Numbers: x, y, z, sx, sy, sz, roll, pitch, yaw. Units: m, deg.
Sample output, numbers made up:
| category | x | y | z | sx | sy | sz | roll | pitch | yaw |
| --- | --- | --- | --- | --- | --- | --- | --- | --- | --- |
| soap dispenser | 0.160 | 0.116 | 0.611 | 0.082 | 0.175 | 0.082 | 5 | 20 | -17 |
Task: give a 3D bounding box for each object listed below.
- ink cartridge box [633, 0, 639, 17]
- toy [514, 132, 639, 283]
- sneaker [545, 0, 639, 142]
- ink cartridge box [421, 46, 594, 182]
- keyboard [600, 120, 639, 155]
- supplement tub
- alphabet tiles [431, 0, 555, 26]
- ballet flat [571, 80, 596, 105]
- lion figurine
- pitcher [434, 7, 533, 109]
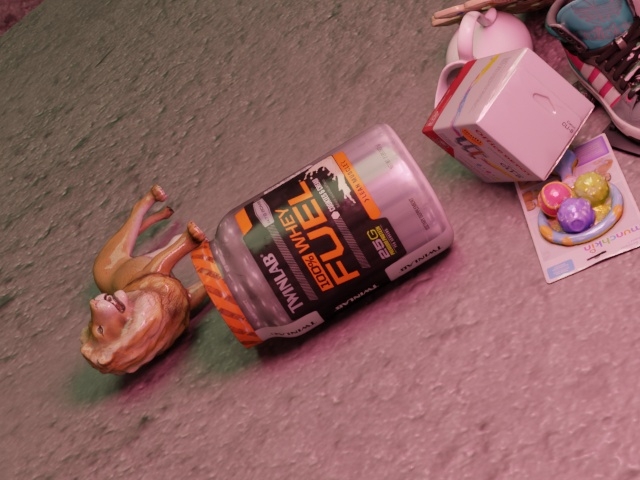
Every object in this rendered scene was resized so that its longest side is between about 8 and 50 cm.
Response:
| category | x | y | z | sx | sy | sz | roll | pitch | yaw |
| --- | --- | --- | --- | --- | --- | --- | --- | --- | --- |
| ink cartridge box | 0.514 | -0.349 | 1.756 | 0.219 | 0.092 | 0.160 | 15 | 54 | 48 |
| toy | 0.321 | -0.059 | 1.643 | 0.137 | 0.056 | 0.237 | -25 | 33 | 14 |
| sneaker | 0.391 | -0.251 | 1.669 | 0.124 | 0.178 | 0.295 | -37 | 40 | 2 |
| ink cartridge box | 0.246 | -0.162 | 1.710 | 0.127 | 0.128 | 0.176 | -56 | 16 | -10 |
| keyboard | 0.525 | -0.160 | 1.635 | 0.201 | 0.033 | 0.317 | -42 | 34 | -16 |
| supplement tub | 0.000 | 0.000 | 1.703 | 0.316 | 0.193 | 0.193 | -32 | 32 | 1 |
| alphabet tiles | 0.311 | -0.371 | 1.950 | 0.284 | 0.021 | 0.278 | -12 | 1 | 43 |
| ballet flat | 0.390 | -0.253 | 1.842 | 0.049 | 0.057 | 0.173 | 22 | 54 | 9 |
| lion figurine | -0.270 | 0.062 | 1.930 | 0.240 | 0.142 | 0.392 | -43 | 19 | -3 |
| pitcher | 0.239 | -0.278 | 1.884 | 0.125 | 0.177 | 0.207 | 15 | 39 | 18 |
